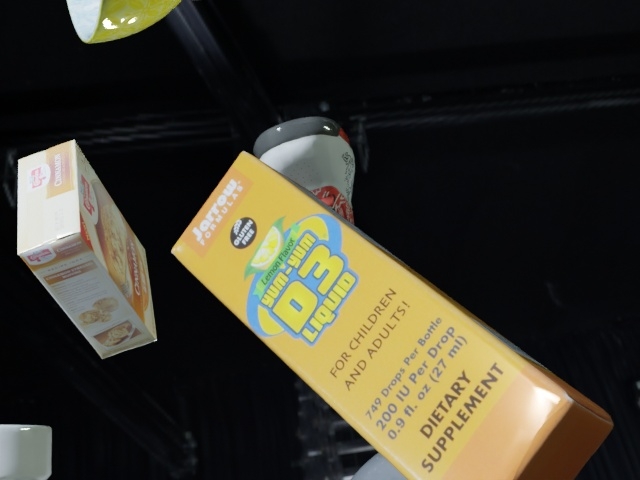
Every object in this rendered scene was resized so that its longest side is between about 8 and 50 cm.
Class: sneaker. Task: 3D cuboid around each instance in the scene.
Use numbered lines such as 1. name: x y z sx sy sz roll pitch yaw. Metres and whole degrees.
1. sneaker: 0.001 0.000 0.871 0.090 0.145 0.270 -13 -20 -3

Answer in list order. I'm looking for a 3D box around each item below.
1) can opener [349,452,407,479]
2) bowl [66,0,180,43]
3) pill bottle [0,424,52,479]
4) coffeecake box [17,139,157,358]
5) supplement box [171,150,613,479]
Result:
1. can opener: -0.004 0.230 0.510 0.283 0.095 0.076 -44 -24 -17
2. bowl: -0.182 -0.356 0.965 0.156 0.289 0.289 -8 -36 -22
3. pill bottle: -0.231 0.235 0.588 0.131 0.229 0.131 0 -13 0
4. coffeecake box: -0.246 0.012 0.978 0.068 0.142 0.185 -20 -43 3
5. supplement box: 0.026 0.046 0.469 0.078 0.233 0.080 -55 -38 3
